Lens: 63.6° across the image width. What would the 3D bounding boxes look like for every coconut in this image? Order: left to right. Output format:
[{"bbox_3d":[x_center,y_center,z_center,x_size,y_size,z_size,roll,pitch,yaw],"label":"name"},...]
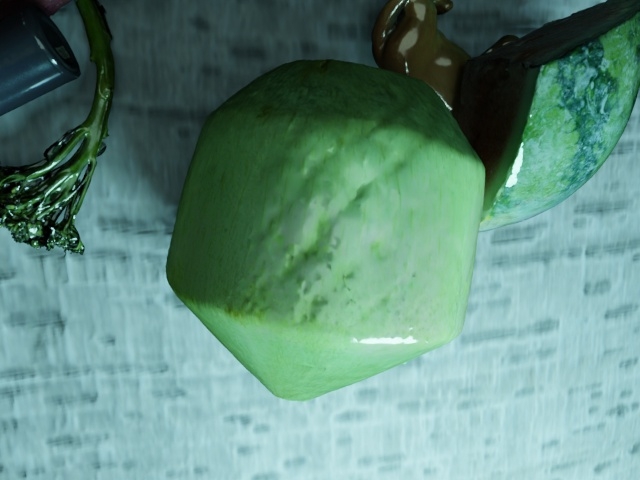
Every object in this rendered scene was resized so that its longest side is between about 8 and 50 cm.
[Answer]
[{"bbox_3d":[0.000,0.000,0.507,0.328,0.281,0.328,0,89,12],"label":"coconut"}]

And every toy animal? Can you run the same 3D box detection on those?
[{"bbox_3d":[0.153,-0.194,0.614,0.312,0.097,0.157,38,88,-21],"label":"toy animal"}]

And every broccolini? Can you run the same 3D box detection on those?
[{"bbox_3d":[-0.285,-0.124,0.536,0.123,0.062,0.272,12,89,-22],"label":"broccolini"}]

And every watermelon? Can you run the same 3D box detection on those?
[{"bbox_3d":[0.228,-0.121,0.543,0.256,0.176,0.260,-20,115,-46],"label":"watermelon"}]

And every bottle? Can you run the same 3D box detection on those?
[{"bbox_3d":[-0.355,-0.135,0.481,0.244,0.072,0.082,-27,107,1],"label":"bottle"}]

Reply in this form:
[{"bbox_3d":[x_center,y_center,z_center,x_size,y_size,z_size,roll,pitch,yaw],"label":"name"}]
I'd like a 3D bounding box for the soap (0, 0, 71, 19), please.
[{"bbox_3d":[-0.303,-0.252,0.436,0.289,0.182,0.112,-28,105,-14],"label":"soap"}]
